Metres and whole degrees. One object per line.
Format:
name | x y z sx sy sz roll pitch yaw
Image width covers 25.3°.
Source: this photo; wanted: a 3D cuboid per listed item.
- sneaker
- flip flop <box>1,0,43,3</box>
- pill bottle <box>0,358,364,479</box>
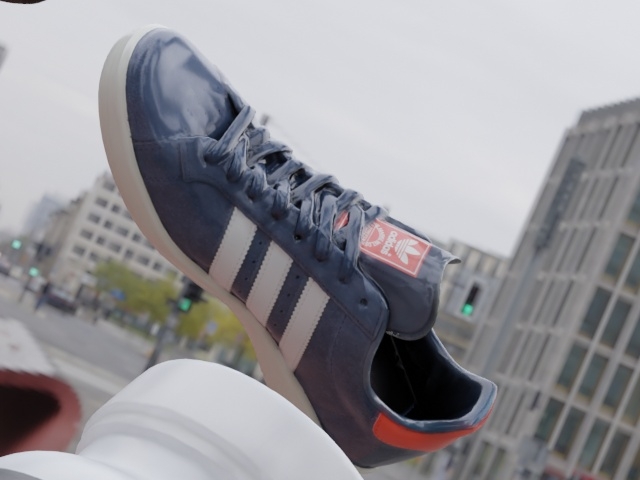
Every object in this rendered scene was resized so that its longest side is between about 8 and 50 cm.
sneaker | 0.000 0.000 0.920 0.148 0.131 0.350 -14 -59 37
flip flop | -0.276 -0.264 0.949 0.277 0.080 0.112 33 -40 -25
pill bottle | -0.104 0.171 0.468 0.162 0.278 0.162 26 -43 26
